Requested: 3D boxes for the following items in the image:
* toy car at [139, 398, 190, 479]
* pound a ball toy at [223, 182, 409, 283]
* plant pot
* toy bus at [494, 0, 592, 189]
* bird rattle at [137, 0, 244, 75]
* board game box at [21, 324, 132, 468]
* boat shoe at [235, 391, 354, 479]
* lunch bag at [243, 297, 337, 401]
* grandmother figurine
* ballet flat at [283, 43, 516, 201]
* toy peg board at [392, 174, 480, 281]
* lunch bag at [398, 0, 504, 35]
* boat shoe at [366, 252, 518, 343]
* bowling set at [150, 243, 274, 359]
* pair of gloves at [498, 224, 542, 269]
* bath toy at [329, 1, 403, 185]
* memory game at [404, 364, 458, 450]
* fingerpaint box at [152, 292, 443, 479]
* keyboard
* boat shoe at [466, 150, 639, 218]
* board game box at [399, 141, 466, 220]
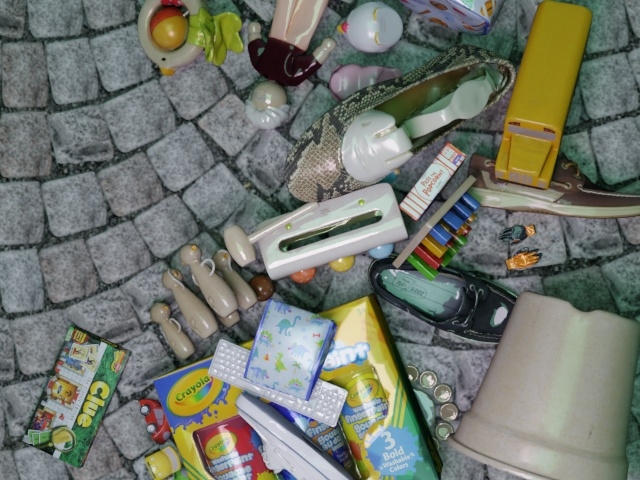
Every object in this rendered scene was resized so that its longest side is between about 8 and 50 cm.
[{"bbox_3d":[-0.276,0.436,1.978,0.053,0.239,0.225,-27,117,0],"label":"toy car"},{"bbox_3d":[0.000,0.000,1.900,0.319,0.208,0.135,-18,85,5],"label":"pound a ball toy"},{"bbox_3d":[0.428,0.261,1.808,0.334,0.334,0.305,16,89,6],"label":"plant pot"},{"bbox_3d":[0.409,-0.264,1.852,0.108,0.130,0.332,15,69,13],"label":"toy bus"},{"bbox_3d":[-0.279,-0.439,1.969,0.207,0.143,0.253,-37,84,22],"label":"bird rattle"},{"bbox_3d":[-0.494,0.317,2.053,0.136,0.030,0.259,23,94,3],"label":"board game box"},{"bbox_3d":[-0.063,0.377,1.802,0.258,0.095,0.084,40,92,7],"label":"boat shoe"},{"bbox_3d":[-0.054,0.196,1.804,0.129,0.096,0.151,18,80,10],"label":"lunch bag"},{"bbox_3d":[-0.068,-0.379,1.944,0.208,0.104,0.342,24,100,43],"label":"grandmother figurine"},{"bbox_3d":[0.158,-0.217,1.806,0.483,0.182,0.164,-33,115,-21],"label":"ballet flat"},{"bbox_3d":[0.234,-0.013,1.869,0.079,0.160,0.161,42,55,5],"label":"toy peg board"},{"bbox_3d":[0.207,-0.484,1.852,0.303,0.243,0.115,26,94,6],"label":"lunch bag"},{"bbox_3d":[0.248,0.113,1.926,0.340,0.113,0.127,26,94,5],"label":"boat shoe"},{"bbox_3d":[-0.206,0.092,1.969,0.154,0.200,0.287,54,138,7],"label":"bowling set"},{"bbox_3d":[0.387,0.012,1.961,0.074,0.010,0.083,-15,89,6],"label":"pair of gloves"},{"bbox_3d":[0.074,-0.280,1.937,0.129,0.151,0.348,6,94,49],"label":"bath toy"},{"bbox_3d":[0.178,0.339,1.990,0.186,0.012,0.186,0,91,6],"label":"memory game"},{"bbox_3d":[-0.040,0.350,1.929,0.445,0.163,0.371,-21,87,8],"label":"fingerpaint box"},{"bbox_3d":[-0.079,0.259,1.845,0.256,0.014,0.072,21,90,10],"label":"keyboard"},{"bbox_3d":[0.444,-0.109,1.901,0.342,0.123,0.123,7,93,12],"label":"boat shoe"},{"bbox_3d":[0.209,-0.106,1.885,0.045,0.193,0.146,38,94,5],"label":"board game box"}]
